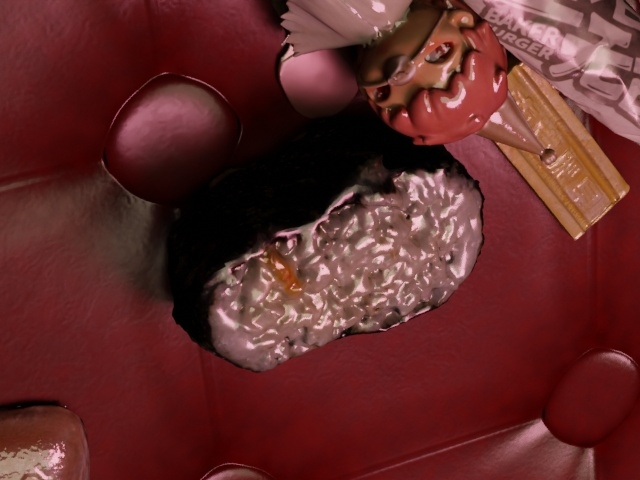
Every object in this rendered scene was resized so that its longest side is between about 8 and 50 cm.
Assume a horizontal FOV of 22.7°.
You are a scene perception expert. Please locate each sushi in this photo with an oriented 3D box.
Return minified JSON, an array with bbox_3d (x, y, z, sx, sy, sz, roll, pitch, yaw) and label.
[{"bbox_3d":[0.000,0.000,1.696,0.350,0.171,0.211,-27,125,-9],"label":"sushi"}]

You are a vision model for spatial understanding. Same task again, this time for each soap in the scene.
[{"bbox_3d":[0.263,-0.106,1.838,0.092,0.037,0.252,-43,124,2],"label":"soap"}]

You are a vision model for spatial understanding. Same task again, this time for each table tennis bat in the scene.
[{"bbox_3d":[-0.012,-0.196,1.685,0.087,0.013,0.156,-33,125,-4],"label":"table tennis bat"}]

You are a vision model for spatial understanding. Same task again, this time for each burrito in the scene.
[{"bbox_3d":[0.286,-0.223,1.739,0.445,0.101,0.139,35,75,-27],"label":"burrito"}]

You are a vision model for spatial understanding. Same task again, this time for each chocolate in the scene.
[{"bbox_3d":[-0.325,0.306,1.759,0.161,0.083,0.261,-8,119,-19],"label":"chocolate"}]

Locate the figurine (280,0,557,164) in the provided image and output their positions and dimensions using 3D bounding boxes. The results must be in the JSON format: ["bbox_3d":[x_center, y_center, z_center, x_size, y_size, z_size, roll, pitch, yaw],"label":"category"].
[{"bbox_3d":[0.086,-0.192,1.601,0.207,0.166,0.387,-34,109,24],"label":"figurine"}]
